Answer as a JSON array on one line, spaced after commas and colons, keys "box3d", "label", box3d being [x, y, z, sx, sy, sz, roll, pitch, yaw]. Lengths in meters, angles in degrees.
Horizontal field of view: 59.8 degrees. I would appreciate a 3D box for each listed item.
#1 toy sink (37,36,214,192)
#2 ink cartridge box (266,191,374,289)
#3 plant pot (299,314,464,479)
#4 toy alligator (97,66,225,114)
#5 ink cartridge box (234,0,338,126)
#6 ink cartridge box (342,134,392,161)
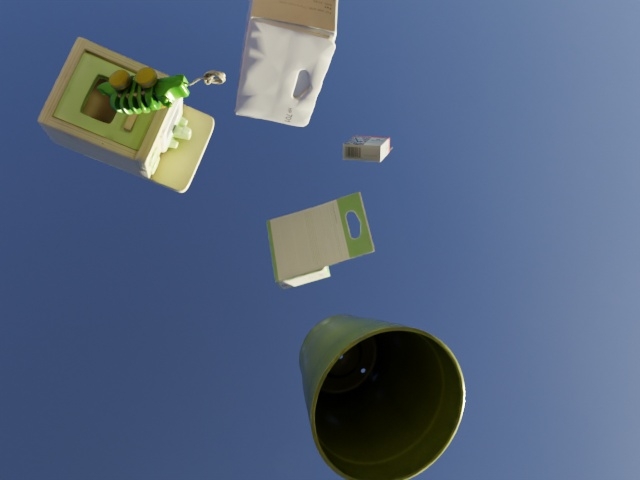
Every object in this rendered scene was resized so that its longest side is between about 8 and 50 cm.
[{"box3d": [-0.303, -0.197, 0.909, 0.234, 0.131, 0.152, 23, -101, -11], "label": "toy sink"}, {"box3d": [0.000, 0.000, 1.278, 0.235, 0.056, 0.171, -16, -122, 8], "label": "ink cartridge box"}, {"box3d": [0.105, 0.340, 1.381, 0.367, 0.353, 0.366, -3, -81, -16], "label": "plant pot"}, {"box3d": [-0.222, -0.199, 0.758, 0.190, 0.056, 0.051, -1, -114, 13], "label": "toy alligator"}, {"box3d": [-0.033, -0.237, 0.570, 0.082, 0.139, 0.190, 10, -117, -11], "label": "ink cartridge box"}, {"box3d": [0.081, -0.157, 0.923, 0.063, 0.029, 0.115, 6, -157, 16], "label": "ink cartridge box"}]
